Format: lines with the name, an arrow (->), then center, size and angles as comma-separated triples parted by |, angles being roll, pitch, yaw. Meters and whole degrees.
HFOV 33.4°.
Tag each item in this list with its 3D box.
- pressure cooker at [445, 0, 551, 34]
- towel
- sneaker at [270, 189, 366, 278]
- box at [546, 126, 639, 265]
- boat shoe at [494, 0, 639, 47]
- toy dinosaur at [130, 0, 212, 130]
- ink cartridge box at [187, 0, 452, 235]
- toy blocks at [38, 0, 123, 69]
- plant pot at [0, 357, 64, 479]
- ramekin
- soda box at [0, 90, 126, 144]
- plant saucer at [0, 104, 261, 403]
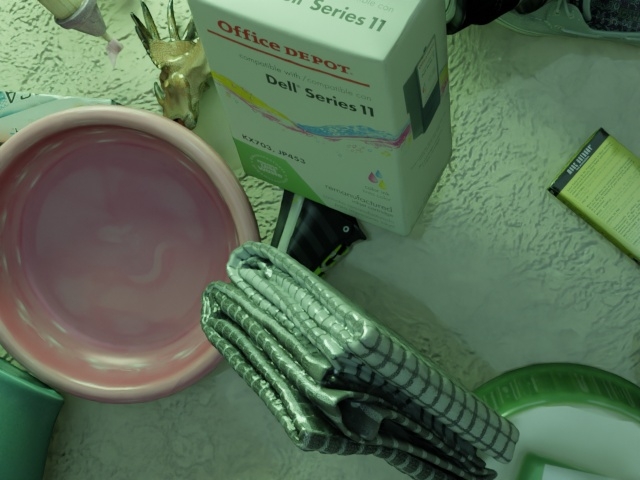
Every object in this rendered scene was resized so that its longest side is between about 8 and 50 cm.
pressure cooker -> 0.143, -0.403, 1.009 | 0.420, 0.375, 0.369 | -32, 117, -4
towel -> 0.028, 0.132, 1.035 | 0.235, 0.284, 0.121 | 36, 90, -34
sneaker -> 0.000, 0.000, 1.178 | 0.097, 0.084, 0.234 | 12, 90, 7
box -> 0.359, -0.014, 1.138 | 0.232, 0.058, 0.087 | 40, 94, 8
boat shoe -> 0.285, -0.256, 1.143 | 0.228, 0.081, 0.079 | 12, 90, 8
toy dinosaur -> -0.103, -0.275, 1.192 | 0.127, 0.200, 0.295 | 40, 69, -32
ink cartridge box -> 0.005, -0.170, 0.995 | 0.207, 0.353, 0.119 | 22, 65, 21
toy blocks -> -0.301, -0.372, 1.188 | 0.309, 0.260, 0.288 | -12, 56, 31
plant pot -> -0.417, 0.240, 1.157 | 0.272, 0.271, 0.255 | 28, 80, 8
ramekin -> 0.252, 0.283, 1.100 | 0.304, 0.148, 0.303 | 0, 88, 8
soda box -> -0.321, -0.138, 1.243 | 0.183, 0.058, 0.062 | 5, 89, 8
plant saucer -> -0.224, 0.013, 1.184 | 0.332, 0.084, 0.332 | 1, 103, 7
